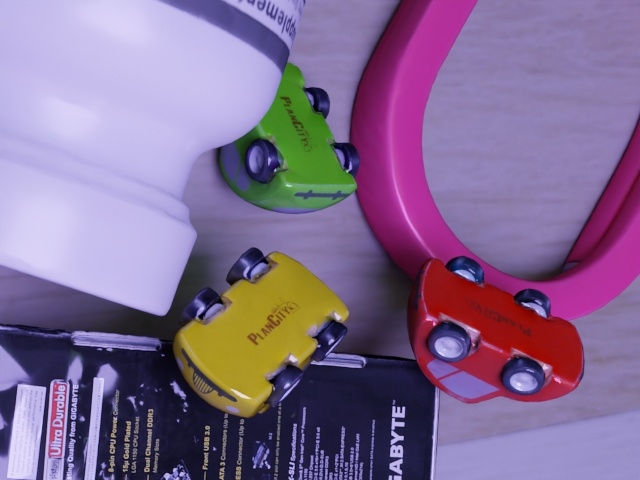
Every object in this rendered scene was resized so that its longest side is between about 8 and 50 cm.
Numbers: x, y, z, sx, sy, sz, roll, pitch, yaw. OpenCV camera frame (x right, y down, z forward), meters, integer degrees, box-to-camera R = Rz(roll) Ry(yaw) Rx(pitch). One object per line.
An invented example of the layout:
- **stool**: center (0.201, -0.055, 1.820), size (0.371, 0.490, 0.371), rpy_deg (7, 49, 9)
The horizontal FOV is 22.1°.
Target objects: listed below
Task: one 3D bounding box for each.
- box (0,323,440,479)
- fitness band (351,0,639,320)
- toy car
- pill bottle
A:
- **box**: center (-0.072, 0.208, 0.816), size (0.257, 0.079, 0.322), rpy_deg (6, 84, -28)
- **fitness band**: center (0.134, -0.088, 0.971), size (0.209, 0.054, 0.291), rpy_deg (37, 69, -20)
- **toy car**: center (0.000, 0.000, 0.841), size (0.239, 0.053, 0.225), rpy_deg (1, 50, -35)
- **pill bottle**: center (-0.098, -0.164, 0.738), size (0.210, 0.210, 0.363), rpy_deg (19, 86, -28)
